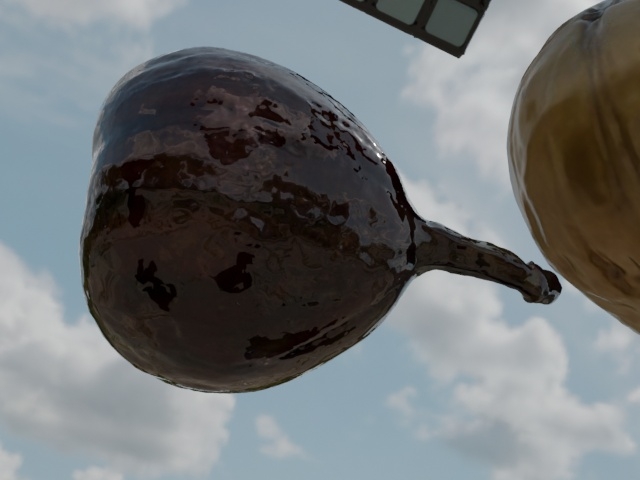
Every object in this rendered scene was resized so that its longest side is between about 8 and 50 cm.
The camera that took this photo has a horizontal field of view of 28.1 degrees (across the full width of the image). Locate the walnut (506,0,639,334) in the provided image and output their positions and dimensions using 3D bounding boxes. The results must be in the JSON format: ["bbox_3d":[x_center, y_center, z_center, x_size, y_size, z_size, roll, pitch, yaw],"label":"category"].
[{"bbox_3d":[0.212,-0.041,0.718,0.222,0.195,0.195,44,-35,-21],"label":"walnut"}]

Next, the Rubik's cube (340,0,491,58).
[{"bbox_3d":[0.109,-0.292,1.240,0.163,0.162,0.160,25,-69,-2],"label":"Rubik's cube"}]

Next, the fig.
[{"bbox_3d":[-0.026,0.000,0.567,0.202,0.149,0.148,21,-28,37],"label":"fig"}]
